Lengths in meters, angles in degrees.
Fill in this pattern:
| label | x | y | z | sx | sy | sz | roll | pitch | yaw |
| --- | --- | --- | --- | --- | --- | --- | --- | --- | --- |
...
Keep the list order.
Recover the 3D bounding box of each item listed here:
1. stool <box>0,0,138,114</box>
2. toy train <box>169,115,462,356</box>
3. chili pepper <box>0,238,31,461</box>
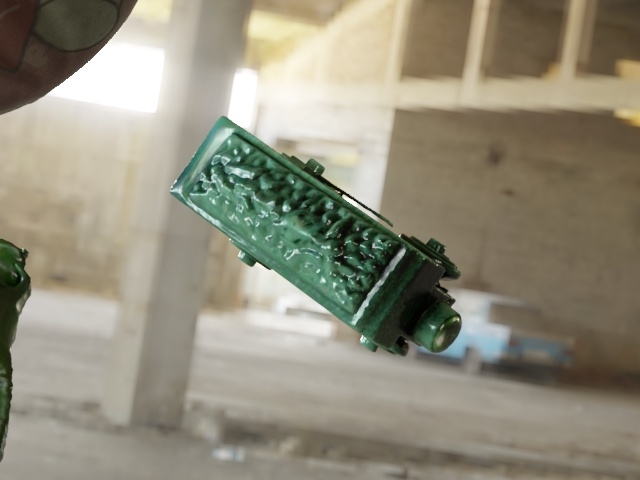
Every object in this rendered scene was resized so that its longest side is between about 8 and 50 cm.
| label | x | y | z | sx | sy | sz | roll | pitch | yaw |
| --- | --- | --- | --- | --- | --- | --- | --- | --- | --- |
| stool | -0.275 | -0.236 | 1.419 | 0.272 | 0.272 | 0.178 | 9 | 34 | -45 |
| toy train | 0.000 | 0.000 | 1.021 | 0.172 | 0.070 | 0.099 | 35 | 1 | 30 |
| chili pepper | -0.219 | 0.089 | 1.138 | 0.108 | 0.216 | 0.062 | 14 | -31 | 9 |
